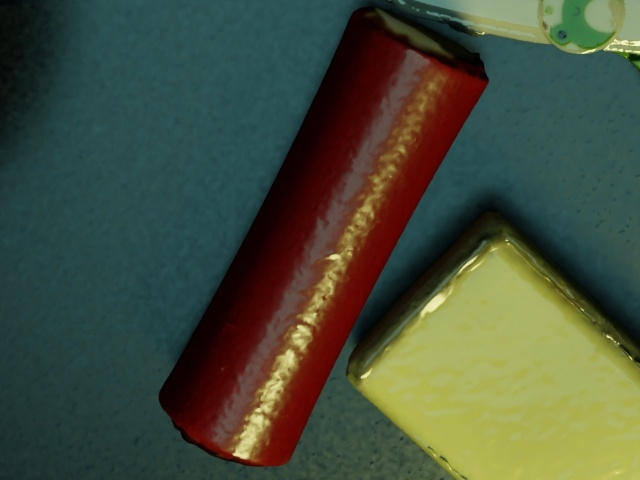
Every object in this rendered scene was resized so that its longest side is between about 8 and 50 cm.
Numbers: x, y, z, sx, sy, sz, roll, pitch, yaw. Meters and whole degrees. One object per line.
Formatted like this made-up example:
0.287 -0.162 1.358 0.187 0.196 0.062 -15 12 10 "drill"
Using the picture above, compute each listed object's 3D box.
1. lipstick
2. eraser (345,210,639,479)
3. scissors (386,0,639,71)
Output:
0.000 0.000 0.990 0.080 0.080 0.241 26 102 -3 "lipstick"
0.112 0.080 1.011 0.172 0.058 0.117 42 101 -6 "eraser"
0.135 -0.117 0.983 0.204 0.027 0.101 8 96 1 "scissors"
